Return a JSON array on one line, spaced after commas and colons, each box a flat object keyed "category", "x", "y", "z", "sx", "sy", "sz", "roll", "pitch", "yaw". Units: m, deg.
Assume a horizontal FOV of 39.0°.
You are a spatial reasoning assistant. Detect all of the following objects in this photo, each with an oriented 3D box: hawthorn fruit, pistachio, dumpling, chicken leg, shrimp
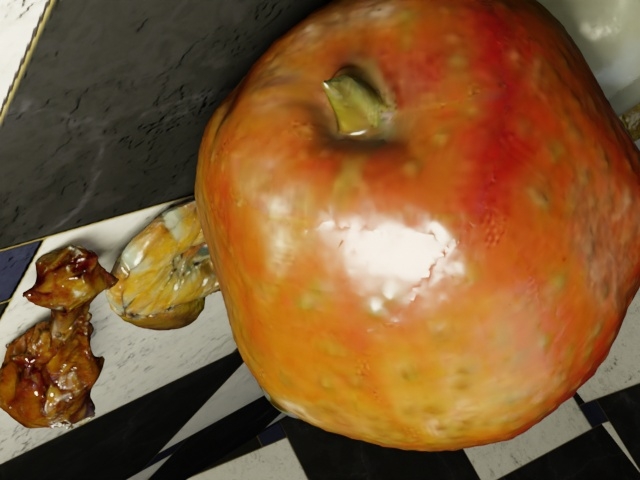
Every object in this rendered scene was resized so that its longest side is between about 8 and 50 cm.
[{"category": "hawthorn fruit", "x": 0.072, "y": -0.029, "z": 0.754, "sx": 0.403, "sy": 0.403, "sz": 0.403, "roll": -34, "pitch": 166, "yaw": -10}, {"category": "pistachio", "x": -0.187, "y": 0.084, "z": 1.126, "sx": 0.089, "sy": 0.049, "sz": 0.173, "roll": -39, "pitch": 166, "yaw": 8}, {"category": "dumpling", "x": 0.262, "y": -0.222, "z": 1.015, "sx": 0.260, "sy": 0.181, "sz": 0.341, "roll": 8, "pitch": 174, "yaw": -37}, {"category": "chicken leg", "x": -0.263, "y": 0.099, "z": 0.919, "sx": 0.113, "sy": 0.093, "sz": 0.304, "roll": -6, "pitch": 147, "yaw": -30}, {"category": "shrimp", "x": -0.132, "y": 0.013, "z": 1.017, "sx": 0.164, "sy": 0.062, "sz": 0.317, "roll": -48, "pitch": 166, "yaw": 13}]

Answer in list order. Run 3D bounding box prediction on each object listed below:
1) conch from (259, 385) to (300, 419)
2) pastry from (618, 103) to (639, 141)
[{"category": "conch", "x": -0.016, "y": 0.192, "z": 1.618, "sx": 0.368, "sy": 0.197, "sz": 0.249, "roll": 100, "pitch": 8, "yaw": -64}, {"category": "pastry", "x": 0.434, "y": -0.220, "z": 1.371, "sx": 0.103, "sy": 0.189, "sz": 0.189, "roll": -34, "pitch": 166, "yaw": 2}]
